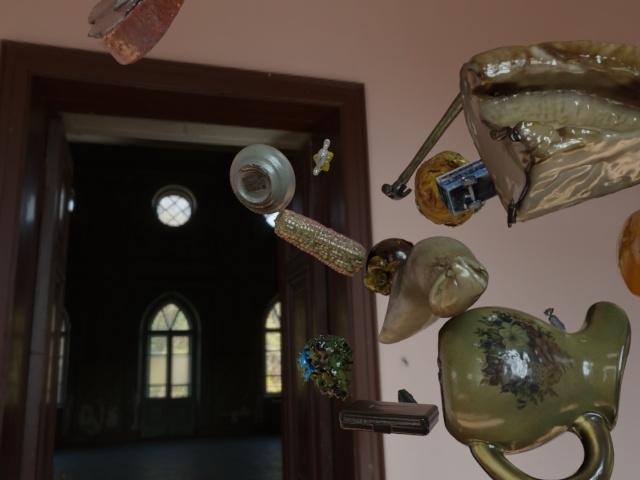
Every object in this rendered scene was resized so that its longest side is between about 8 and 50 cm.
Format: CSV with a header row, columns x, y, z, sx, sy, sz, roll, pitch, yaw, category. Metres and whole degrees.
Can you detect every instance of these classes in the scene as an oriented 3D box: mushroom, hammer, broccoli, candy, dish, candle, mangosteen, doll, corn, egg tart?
x,y,z,sx,sy,sz,roll,pitch,yaw,category
0.198,0.081,0.985,0.126,0.177,0.397,22,-20,2,mushroom
0.361,-0.318,1.813,0.044,0.440,0.168,41,13,23,hammer
0.021,0.307,1.311,0.154,0.160,0.167,20,-66,-28,broccoli
0.572,0.200,1.328,0.030,0.083,0.020,-37,-28,12,candy
-0.224,-0.209,1.968,0.260,0.260,0.085,-8,15,22,dish
-0.456,-0.593,1.420,0.287,0.317,0.131,-44,-48,2,candle
0.218,0.093,1.731,0.192,0.192,0.217,-13,3,37,mangosteen
0.489,-0.243,1.025,0.397,0.314,0.224,-17,-38,4,mushroom
0.007,-0.320,2.090,0.071,0.135,0.113,20,24,4,doll
-0.001,0.000,1.837,0.335,0.127,0.126,31,-21,-9,corn
0.496,-0.192,2.098,0.297,0.297,0.132,-12,-8,35,egg tart

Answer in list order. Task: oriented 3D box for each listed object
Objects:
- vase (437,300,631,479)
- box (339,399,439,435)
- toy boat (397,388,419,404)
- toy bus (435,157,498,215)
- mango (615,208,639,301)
x,y,z,sx,sy,sz,roll,pitch,yaw,category
0.348,0.260,0.886,0.302,0.329,0.241,-4,-42,9,vase
0.178,0.450,1.405,0.230,0.050,0.160,-3,-4,23,box
0.287,0.526,1.709,0.060,0.141,0.055,-22,-51,-20,toy boat
0.505,-0.191,1.681,0.297,0.106,0.131,-24,28,-4,toy bus
0.676,0.017,1.123,0.138,0.187,0.257,15,-20,35,mango
